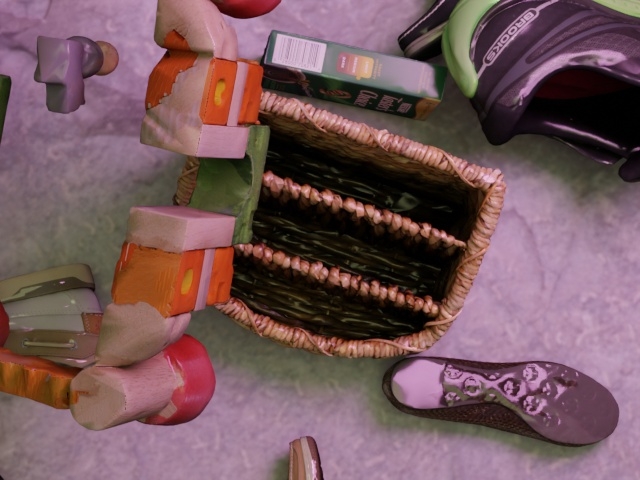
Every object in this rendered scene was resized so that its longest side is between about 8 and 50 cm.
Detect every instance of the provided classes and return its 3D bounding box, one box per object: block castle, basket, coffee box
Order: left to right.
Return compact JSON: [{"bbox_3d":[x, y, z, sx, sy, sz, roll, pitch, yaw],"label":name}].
[{"bbox_3d":[-0.205,-0.077,1.430,0.303,0.213,0.453,13,96,18],"label":"block castle"},{"bbox_3d":[0.000,0.000,1.596,0.299,0.223,0.213,20,83,-4],"label":"basket"},{"bbox_3d":[0.031,-0.167,1.670,0.184,0.113,0.040,11,82,-5],"label":"coffee box"}]

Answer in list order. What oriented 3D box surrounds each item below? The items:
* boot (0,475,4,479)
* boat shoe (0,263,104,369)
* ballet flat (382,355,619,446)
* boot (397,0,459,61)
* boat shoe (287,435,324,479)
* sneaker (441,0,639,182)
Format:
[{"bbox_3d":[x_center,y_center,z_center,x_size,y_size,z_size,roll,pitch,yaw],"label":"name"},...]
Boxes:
[{"bbox_3d":[-0.379,0.257,1.628,0.106,0.037,0.114,37,79,12],"label":"boot"},{"bbox_3d":[-0.359,0.112,1.607,0.302,0.113,0.103,-16,80,-7],"label":"boat shoe"},{"bbox_3d":[0.184,0.164,1.685,0.249,0.058,0.084,8,74,-10],"label":"ballet flat"},{"bbox_3d":[0.130,-0.311,1.707,0.236,0.085,0.178,-40,87,-16],"label":"boot"},{"bbox_3d":[-0.029,0.293,1.646,0.072,0.068,0.190,-4,85,6],"label":"boat shoe"},{"bbox_3d":[0.358,-0.144,1.628,0.482,0.185,0.202,0,58,-9],"label":"sneaker"}]
